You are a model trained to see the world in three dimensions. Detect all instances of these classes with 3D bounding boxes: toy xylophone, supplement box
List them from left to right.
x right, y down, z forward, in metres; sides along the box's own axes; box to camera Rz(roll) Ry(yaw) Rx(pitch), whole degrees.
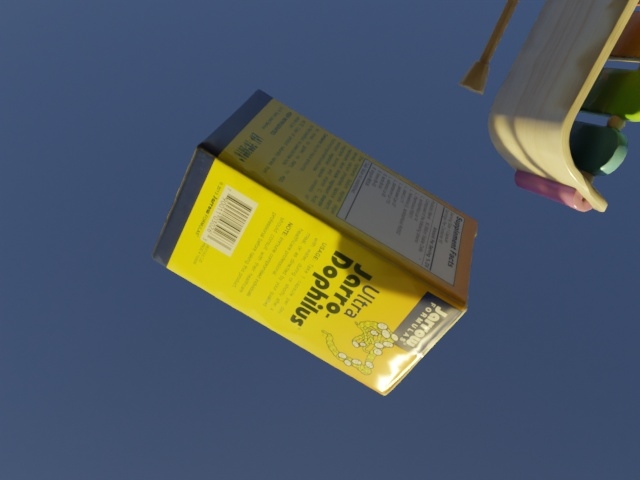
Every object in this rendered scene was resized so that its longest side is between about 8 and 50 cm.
[{"bbox_3d":[0.000,0.000,0.822,0.356,0.194,0.195,31,-54,-2],"label":"supplement box"},{"bbox_3d":[0.244,-0.196,0.547,0.081,0.236,0.322,23,-72,-20],"label":"toy xylophone"}]
